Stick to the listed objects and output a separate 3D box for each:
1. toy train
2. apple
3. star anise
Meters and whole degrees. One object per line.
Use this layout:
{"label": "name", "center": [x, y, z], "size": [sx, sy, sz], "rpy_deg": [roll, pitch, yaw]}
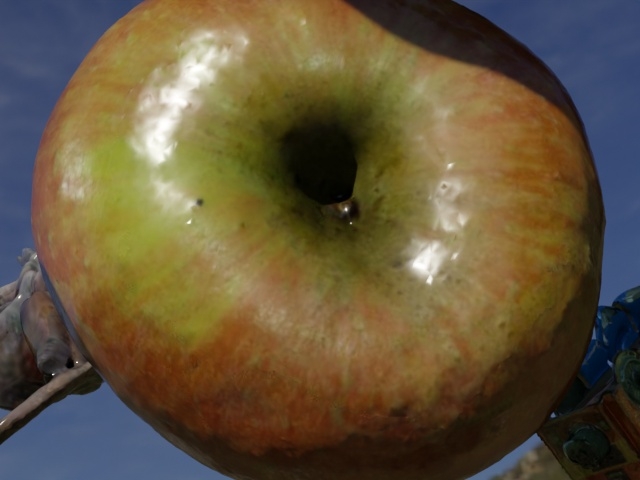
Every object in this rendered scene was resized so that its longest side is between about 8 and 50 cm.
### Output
{"label": "toy train", "center": [0.209, 0.098, 0.850], "size": [0.072, 0.099, 0.188], "rpy_deg": [-26, 13, 43]}
{"label": "apple", "center": [0.000, 0.000, 0.718], "size": [0.277, 0.309, 0.250], "rpy_deg": [-37, -16, -12]}
{"label": "star anise", "center": [-0.224, 0.079, 1.179], "size": [0.359, 0.139, 0.316], "rpy_deg": [-41, 16, -16]}
